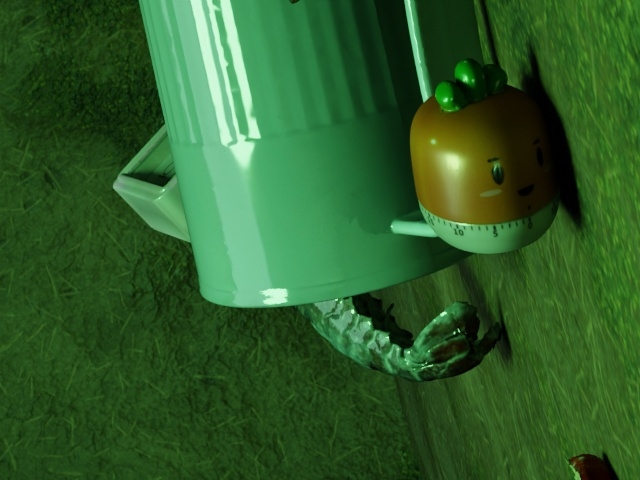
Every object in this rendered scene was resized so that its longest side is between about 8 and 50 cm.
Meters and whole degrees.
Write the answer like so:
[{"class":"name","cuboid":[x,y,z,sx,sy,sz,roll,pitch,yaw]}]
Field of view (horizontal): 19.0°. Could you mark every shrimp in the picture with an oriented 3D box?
[{"class":"shrimp","cuboid":[-0.005,0.001,1.837,0.410,0.166,0.221,52,-166,29]}]

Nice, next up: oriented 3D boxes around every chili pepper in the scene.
[{"class":"chili pepper","cuboid":[0.210,0.203,1.359,0.178,0.027,0.045,-110,1,-59]}]

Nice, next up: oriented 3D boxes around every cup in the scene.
[{"class":"cup","cuboid":[-0.008,-0.124,1.541,0.331,0.257,0.311,-105,2,-78]}]

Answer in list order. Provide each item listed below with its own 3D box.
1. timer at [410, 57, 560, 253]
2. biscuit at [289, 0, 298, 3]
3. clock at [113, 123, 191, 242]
[{"class":"timer","cuboid":[0.110,-0.063,1.281,0.136,0.099,0.136,169,90,-74]},{"class":"biscuit","cuboid":[0.013,-0.302,1.324,0.237,0.013,0.232,-18,86,49]},{"class":"clock","cuboid":[-0.089,-0.094,1.767,0.063,0.197,0.150,45,169,-22]}]
